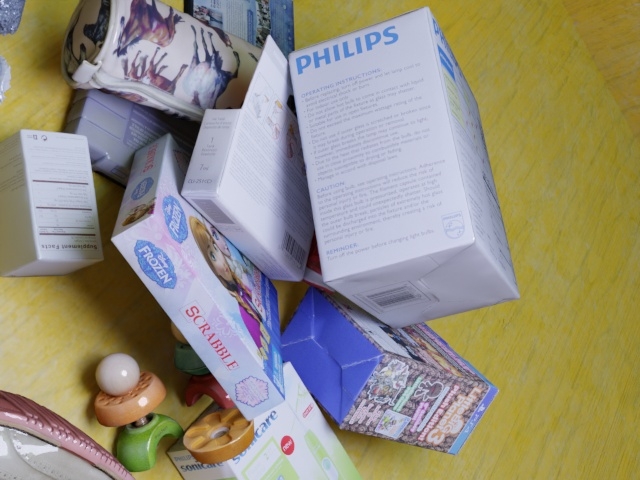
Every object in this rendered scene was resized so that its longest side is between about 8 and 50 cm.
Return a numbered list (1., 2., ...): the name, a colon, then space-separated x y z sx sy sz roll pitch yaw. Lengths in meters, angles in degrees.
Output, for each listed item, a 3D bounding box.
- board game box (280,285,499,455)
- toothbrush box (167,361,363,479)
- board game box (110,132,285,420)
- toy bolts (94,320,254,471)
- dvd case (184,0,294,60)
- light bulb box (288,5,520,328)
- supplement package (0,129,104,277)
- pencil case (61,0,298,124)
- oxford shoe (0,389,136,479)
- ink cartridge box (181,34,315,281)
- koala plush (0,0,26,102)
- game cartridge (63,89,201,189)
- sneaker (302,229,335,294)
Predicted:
1. board game box: 0.109 0.217 1.657 0.291 0.232 0.141 22 103 -40
2. toothbrush box: -0.068 0.365 1.516 0.283 0.122 0.206 59 42 -12
3. board game box: -0.160 0.040 1.385 0.318 0.066 0.318 57 9 -24
4. toy bolts: -0.185 0.194 1.392 0.228 0.218 0.158 -47 125 -53
5. dvd case: -0.143 -0.397 1.787 0.253 0.022 0.180 15 66 -44
6. light bulb box: 0.135 -0.091 1.502 0.358 0.225 0.361 39 39 -64
7. supplement package: -0.376 -0.047 1.343 0.105 0.105 0.179 1 76 -47
8. pencil case: -0.196 -0.247 1.485 0.410 0.160 0.183 17 44 -44
9. oxford shoe: -0.406 0.260 1.210 0.397 0.140 0.146 35 78 -35
10. ink cartridge box: -0.078 -0.114 1.473 0.296 0.066 0.261 50 49 -56
11. koala plush: -0.470 -0.299 1.288 0.196 0.203 0.221 30 67 -37
12. game cartridge: -0.234 -0.159 1.576 0.355 0.068 0.230 32 58 -36
13. sneaker: 0.000 0.000 1.636 0.087 0.221 0.128 26 96 -28
